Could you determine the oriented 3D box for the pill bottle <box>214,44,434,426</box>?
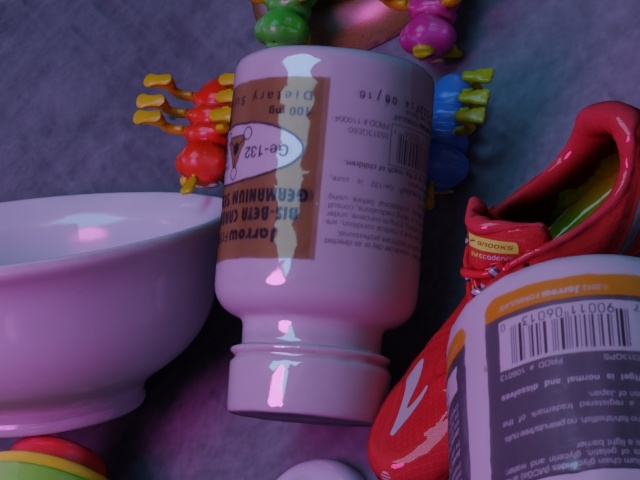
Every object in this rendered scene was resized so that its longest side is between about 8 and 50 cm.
[{"bbox_3d":[0.000,0.000,1.263,0.131,0.131,0.229,-2,79,40],"label":"pill bottle"}]

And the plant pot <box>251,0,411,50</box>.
[{"bbox_3d":[0.035,-0.246,1.542,0.236,0.032,0.236,-23,45,26],"label":"plant pot"}]

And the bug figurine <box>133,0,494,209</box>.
[{"bbox_3d":[0.014,-0.121,1.414,0.279,0.072,0.216,3,65,29],"label":"bug figurine"}]

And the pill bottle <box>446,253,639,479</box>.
[{"bbox_3d":[0.148,0.158,1.024,0.162,0.162,0.278,-22,47,27],"label":"pill bottle"}]

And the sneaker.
[{"bbox_3d":[0.111,0.029,1.190,0.279,0.118,0.107,-51,40,-4],"label":"sneaker"}]

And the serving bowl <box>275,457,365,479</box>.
[{"bbox_3d":[-0.009,0.172,1.250,0.083,0.027,0.083,-22,47,26],"label":"serving bowl"}]

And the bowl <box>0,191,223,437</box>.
[{"bbox_3d":[-0.200,0.055,1.378,0.298,0.298,0.134,4,104,43],"label":"bowl"}]

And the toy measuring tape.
[{"bbox_3d":[-0.240,0.199,1.364,0.330,0.121,0.121,-10,53,36],"label":"toy measuring tape"}]
